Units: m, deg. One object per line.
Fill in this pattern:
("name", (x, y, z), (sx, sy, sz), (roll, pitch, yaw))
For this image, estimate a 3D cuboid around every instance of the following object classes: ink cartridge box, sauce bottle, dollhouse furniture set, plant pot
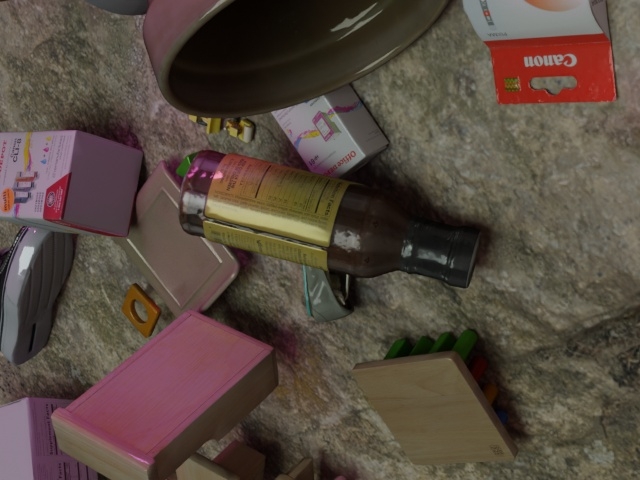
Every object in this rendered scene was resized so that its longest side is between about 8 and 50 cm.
("ink cartridge box", (-0.363, -0.080, 1.676), (0.176, 0.127, 0.128), (3, 82, 40))
("ink cartridge box", (0.215, -0.220, 1.195), (0.145, 0.045, 0.179), (4, 111, 40))
("ink cartridge box", (0.010, -0.135, 1.408), (0.122, 0.052, 0.088), (55, 135, 2))
("sauce bottle", (0.012, -0.017, 1.374), (0.344, 0.111, 0.111), (16, 123, 11))
("dollhouse furniture set", (-0.181, 0.340, 1.634), (0.362, 0.256, 0.394), (22, 133, 32))
("plant pot", (-0.059, -0.324, 1.228), (0.323, 0.323, 0.280), (-38, 68, 45))

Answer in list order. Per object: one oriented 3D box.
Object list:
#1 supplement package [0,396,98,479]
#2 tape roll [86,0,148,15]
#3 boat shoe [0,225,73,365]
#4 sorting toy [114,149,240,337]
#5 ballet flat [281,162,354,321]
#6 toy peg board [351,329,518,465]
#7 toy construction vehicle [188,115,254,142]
("supplement package", (-0.515, 0.388, 1.974), (0.261, 0.145, 0.204), (-19, 71, 31))
("tape roll", (-0.228, -0.375, 1.373), (0.072, 0.219, 0.219), (-23, 95, 45))
("boat shoe", (-0.487, 0.069, 1.892), (0.119, 0.121, 0.335), (39, 134, 13))
("sorting toy", (-0.197, 0.008, 1.667), (0.196, 0.047, 0.348), (54, 135, 10))
("ballet flat", (0.000, 0.000, 1.489), (0.068, 0.072, 0.213), (-8, 108, 14))
("toy peg board", (0.151, 0.186, 1.449), (0.161, 0.079, 0.161), (-13, 118, 44))
("toy construction vehicle", (-0.128, -0.168, 1.522), (0.098, 0.035, 0.086), (32, 129, 25))
